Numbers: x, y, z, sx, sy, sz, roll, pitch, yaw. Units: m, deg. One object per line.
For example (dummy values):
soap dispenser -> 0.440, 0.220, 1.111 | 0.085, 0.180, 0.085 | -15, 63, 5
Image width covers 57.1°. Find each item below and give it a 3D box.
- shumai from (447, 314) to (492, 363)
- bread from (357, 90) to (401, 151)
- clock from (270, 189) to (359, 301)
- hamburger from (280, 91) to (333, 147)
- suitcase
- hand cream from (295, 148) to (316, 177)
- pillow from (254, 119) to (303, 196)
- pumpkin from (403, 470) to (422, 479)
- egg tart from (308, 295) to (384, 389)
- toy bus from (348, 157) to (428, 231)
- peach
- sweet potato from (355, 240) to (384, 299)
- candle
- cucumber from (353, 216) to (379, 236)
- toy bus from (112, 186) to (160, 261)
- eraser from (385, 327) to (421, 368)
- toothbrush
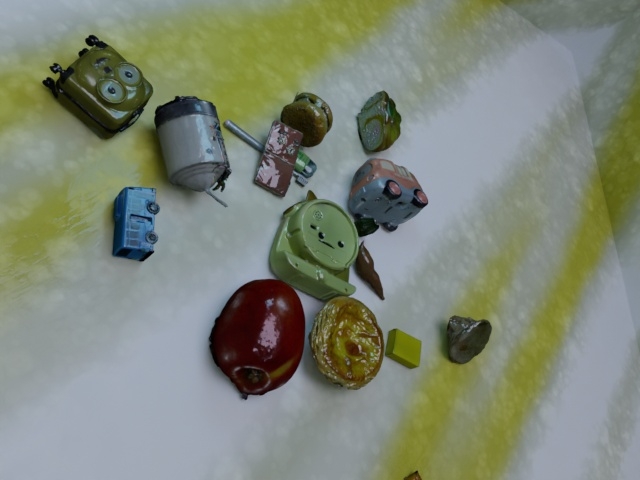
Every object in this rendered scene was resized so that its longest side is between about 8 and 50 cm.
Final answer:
shumai -> 0.520, 0.346, 2.146 | 0.201, 0.201, 0.120 | 3, 28, -38
bread -> 0.244, -0.462, 2.260 | 0.156, 0.158, 0.261 | 3, 71, -41
clock -> 0.000, 0.000, 1.881 | 0.286, 0.117, 0.348 | 28, 55, -27
hamburger -> -0.053, -0.413, 1.997 | 0.113, 0.177, 0.185 | -48, 130, -34
suitcase -> -0.585, -0.413, 1.585 | 0.235, 0.143, 0.194 | 42, 50, -17
hand cream -> -0.089, -0.283, 1.986 | 0.175, 0.046, 0.095 | 41, 55, -15
pillow -> -0.135, -0.266, 1.914 | 0.126, 0.043, 0.232 | 21, 76, -26
pumpkin -> 0.289, 0.790, 1.704 | 0.280, 0.190, 0.139 | -29, 89, -43
egg tart -> 0.070, 0.314, 1.793 | 0.295, 0.116, 0.295 | 17, 62, -34
toy bus -> 0.238, -0.184, 2.110 | 0.287, 0.194, 0.232 | 14, 54, -33
peach -> -0.138, 0.235, 1.609 | 0.257, 0.201, 0.362 | 38, 51, -18
sweet potato -> 0.162, 0.112, 1.999 | 0.068, 0.068, 0.226 | -33, 106, -42
candle -> -0.350, -0.232, 1.663 | 0.187, 0.187, 0.330 | -7, 76, -40
cucumber -> 0.156, -0.045, 2.033 | 0.035, 0.107, 0.067 | -40, 99, -33
toy bus -> -0.485, -0.048, 1.537 | 0.106, 0.090, 0.185 | 10, 65, -33
eraser -> 0.281, 0.366, 1.988 | 0.122, 0.045, 0.097 | 29, 54, -24
toothbrush -> -0.175, -0.285, 1.934 | 0.342, 0.025, 0.030 | 37, 57, -21
